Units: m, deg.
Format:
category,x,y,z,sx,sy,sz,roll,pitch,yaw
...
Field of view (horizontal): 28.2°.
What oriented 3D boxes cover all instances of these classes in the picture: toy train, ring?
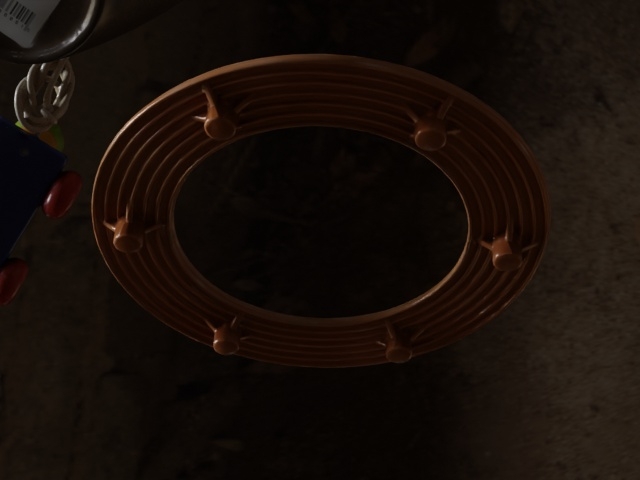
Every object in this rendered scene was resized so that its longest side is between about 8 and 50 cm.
category,x,y,z,sx,sy,sz,roll,pitch,yaw
toy train,-0.239,-0.075,1.046,0.105,0.143,0.248,32,103,-11
ring,0.000,0.000,0.933,0.336,0.336,0.032,-23,42,27

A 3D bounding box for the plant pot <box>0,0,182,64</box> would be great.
category,x,y,z,sx,sy,sz,roll,pitch,yaw
plant pot,-0.132,-0.200,0.705,0.215,0.230,0.215,7,130,9
